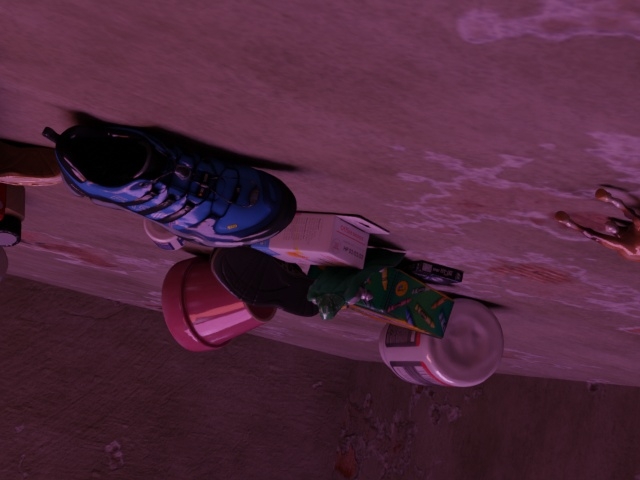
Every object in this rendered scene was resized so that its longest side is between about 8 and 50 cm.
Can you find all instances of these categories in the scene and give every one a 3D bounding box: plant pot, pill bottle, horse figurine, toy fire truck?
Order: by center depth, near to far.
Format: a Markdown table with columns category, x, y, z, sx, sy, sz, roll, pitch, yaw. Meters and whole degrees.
| category | x | y | z | sx | sy | sz | roll | pitch | yaw |
| --- | --- | --- | --- | --- | --- | --- | --- | --- | --- |
| horse figurine | 0.381 | -0.007 | 1.078 | 0.174 | 0.066 | 0.263 | 26 | 166 | -35 |
| toy fire truck | -0.612 | -0.079 | 1.574 | 0.217 | 0.158 | 0.246 | -20 | 151 | 25 |
| pill bottle | -0.251 | -0.020 | 1.685 | 0.067 | 0.067 | 0.120 | 11 | 169 | 2 |
| plant pot | -0.195 | 0.121 | 2.098 | 0.180 | 0.201 | 0.201 | -13 | 159 | 30 |
| pill bottle | 0.236 | 0.215 | 2.125 | 0.176 | 0.176 | 0.318 | 14 | 170 | -16 |

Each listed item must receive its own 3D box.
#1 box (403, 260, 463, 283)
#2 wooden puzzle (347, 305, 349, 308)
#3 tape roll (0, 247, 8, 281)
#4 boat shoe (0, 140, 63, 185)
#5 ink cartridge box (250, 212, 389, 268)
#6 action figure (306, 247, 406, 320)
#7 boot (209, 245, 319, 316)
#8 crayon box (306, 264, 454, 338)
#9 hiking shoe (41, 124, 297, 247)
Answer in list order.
| category | x | y | z | sx | sy | sz | roll | pitch | yaw |
| --- | --- | --- | --- | --- | --- | --- | --- | --- | --- |
| box | 0.193 | 0.055 | 1.743 | 0.083 | 0.018 | 0.067 | 16 | 169 | -20 |
| wooden puzzle | 0.015 | 0.101 | 1.727 | 0.083 | 0.006 | 0.049 | 13 | 169 | 45 |
| tape roll | -0.746 | -0.006 | 1.794 | 0.392 | 0.072 | 0.392 | 30 | -168 | -7 |
| boat shoe | -0.438 | -0.105 | 1.438 | 0.170 | 0.063 | 0.059 | 10 | 164 | 5 |
| ink cartridge box | 0.000 | 0.000 | 1.532 | 0.181 | 0.061 | 0.104 | 4 | 168 | 34 |
| action figure | 0.039 | 0.067 | 1.577 | 0.137 | 0.063 | 0.232 | -3 | -163 | 21 |
| boot | -0.116 | 0.039 | 1.677 | 0.236 | 0.085 | 0.178 | 25 | -171 | -40 |
| crayon box | 0.111 | 0.097 | 1.827 | 0.165 | 0.081 | 0.278 | 15 | 173 | 31 |
| hiking shoe | -0.180 | -0.065 | 1.233 | 0.304 | 0.113 | 0.132 | 11 | 170 | 2 |
